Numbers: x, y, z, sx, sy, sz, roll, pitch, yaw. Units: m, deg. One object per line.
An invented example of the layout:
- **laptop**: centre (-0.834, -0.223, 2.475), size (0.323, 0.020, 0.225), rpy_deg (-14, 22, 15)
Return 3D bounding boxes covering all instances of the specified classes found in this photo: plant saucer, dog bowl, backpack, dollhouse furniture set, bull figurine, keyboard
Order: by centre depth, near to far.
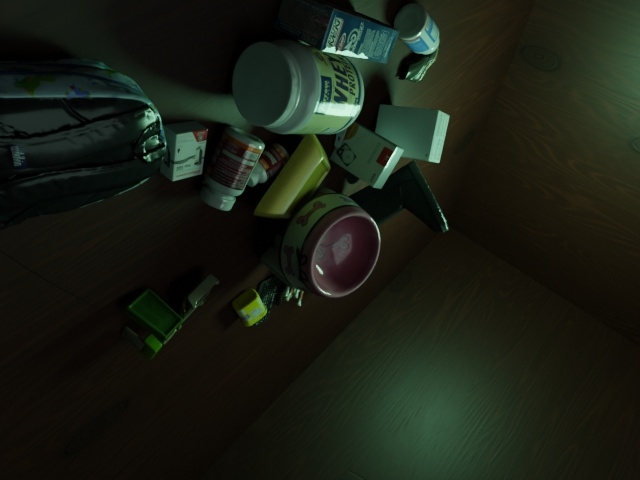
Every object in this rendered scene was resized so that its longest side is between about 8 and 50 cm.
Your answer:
- **backpack**: centre (-0.463, -0.188, 0.771), size (0.356, 0.273, 0.290), rpy_deg (-12, 136, -25)
- **dollhouse furniture set**: centre (-0.504, 0.214, 1.448), size (0.197, 0.151, 0.301), rpy_deg (-46, -176, 42)
- **plant saucer**: centre (-0.074, -0.196, 1.528), size (0.332, 0.081, 0.333), rpy_deg (-54, 174, 5)
- **dog bowl**: centre (0.055, 0.034, 1.623), size (0.408, 0.150, 0.407), rpy_deg (-17, 118, -33)
- **bull figurine**: centre (-0.115, 0.187, 2.024), size (0.310, 0.101, 0.188), rpy_deg (73, 31, -68)
- **keyboard**: centre (-0.235, 0.273, 2.064), size (0.202, 0.033, 0.317), rpy_deg (-29, 148, -43)

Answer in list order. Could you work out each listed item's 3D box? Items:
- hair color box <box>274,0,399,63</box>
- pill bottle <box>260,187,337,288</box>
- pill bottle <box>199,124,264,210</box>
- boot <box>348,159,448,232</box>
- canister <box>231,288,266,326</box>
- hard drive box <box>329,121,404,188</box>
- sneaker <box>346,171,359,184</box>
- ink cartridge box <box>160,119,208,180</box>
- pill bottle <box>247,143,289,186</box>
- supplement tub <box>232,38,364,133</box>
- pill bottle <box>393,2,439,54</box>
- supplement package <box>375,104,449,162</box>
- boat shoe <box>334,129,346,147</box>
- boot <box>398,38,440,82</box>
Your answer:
- **hair color box**: centre (0.057, -0.592, 1.213), size (0.347, 0.174, 0.105), rpy_deg (-21, 141, -51)
- **pill bottle**: centre (-0.046, -0.007, 1.776), size (0.392, 0.224, 0.224), rpy_deg (-48, 156, -12)
- **pill bottle**: centre (-0.258, -0.204, 1.240), size (0.121, 0.121, 0.221), rpy_deg (-2, 126, -61)
- **boot**: centre (0.289, -0.101, 1.911), size (0.445, 0.366, 0.146), rpy_deg (-28, 150, 15)
- **canister**: centre (-0.309, 0.292, 1.890), size (0.126, 0.073, 0.169), rpy_deg (-36, 151, -16)
- **hard drive box**: centre (0.181, -0.341, 1.717), size (0.089, 0.232, 0.181), rpy_deg (-4, 126, -60)
- **sneaker**: centre (0.195, -0.341, 1.948), size (0.209, 0.069, 0.082), rpy_deg (-60, 159, 15)
- **ink cartridge box**: centre (-0.351, -0.230, 1.114), size (0.099, 0.056, 0.135), rpy_deg (-28, 146, -46)
- **pill bottle**: centre (-0.178, -0.238, 1.384), size (0.152, 0.086, 0.086), rpy_deg (-41, 154, -26)
- **supplement tub**: centre (-0.054, -0.410, 1.185), size (0.325, 0.235, 0.235), rpy_deg (-19, 140, -53)
- **pill bottle**: centre (0.363, -0.766, 1.596), size (0.222, 0.124, 0.124), rpy_deg (-3, 127, -60)
- **supplement package**: centre (0.377, -0.451, 1.828), size (0.145, 0.262, 0.203), rpy_deg (-12, 114, -57)
- **boat shoe**: centre (0.080, -0.412, 1.689), size (0.035, 0.035, 0.100), rpy_deg (-67, 173, -55)
- **boot**: centre (0.403, -0.742, 1.773), size (0.137, 0.077, 0.197), rpy_deg (-19, 139, -44)
